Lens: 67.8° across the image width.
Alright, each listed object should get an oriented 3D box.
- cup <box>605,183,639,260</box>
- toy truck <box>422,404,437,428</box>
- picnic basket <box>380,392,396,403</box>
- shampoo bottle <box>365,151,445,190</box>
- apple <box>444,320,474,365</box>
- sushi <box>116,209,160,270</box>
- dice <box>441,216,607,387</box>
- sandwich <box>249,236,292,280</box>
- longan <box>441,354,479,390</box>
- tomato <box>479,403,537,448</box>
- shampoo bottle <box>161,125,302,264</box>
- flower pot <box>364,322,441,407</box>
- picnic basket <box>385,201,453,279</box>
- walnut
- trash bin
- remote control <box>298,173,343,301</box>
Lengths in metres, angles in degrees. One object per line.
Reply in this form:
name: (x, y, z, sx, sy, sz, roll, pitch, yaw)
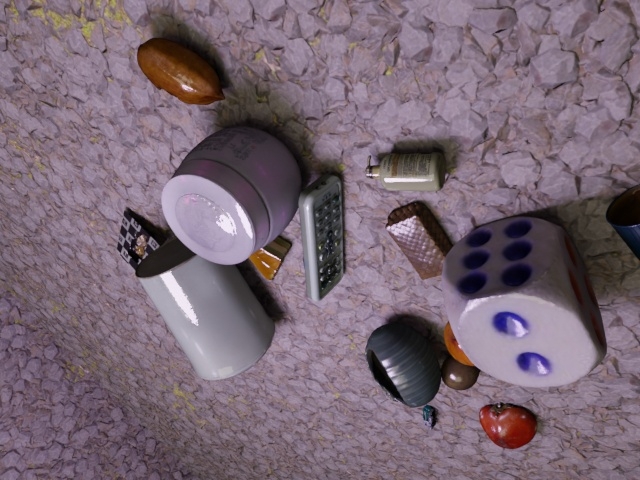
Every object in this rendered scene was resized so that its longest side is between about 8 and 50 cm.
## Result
cup: (0.608, -0.024, 0.826, 0.138, 0.113, 0.150, 45, 136, -16)
toy truck: (0.351, 0.570, 1.539, 0.044, 0.039, 0.083, 21, 136, 34)
picnic basket: (0.223, 0.478, 1.513, 0.083, 0.065, 0.083, 42, 114, -16)
shampoo bottle: (0.171, -0.141, 0.981, 0.162, 0.079, 0.079, 3, 129, 26)
apple: (0.371, 0.233, 1.162, 0.147, 0.146, 0.146, 15, 133, 16)
sushi: (-0.568, 0.024, 1.543, 0.192, 0.050, 0.215, 43, 133, 12)
dice: (0.405, 0.117, 0.959, 0.243, 0.259, 0.251, -21, 115, 37)
sandwich: (-0.176, 0.026, 1.313, 0.163, 0.079, 0.113, 30, 134, 0)
longan: (0.387, 0.354, 1.294, 0.119, 0.106, 0.106, -6, 136, -17)
tomato: (0.540, 0.547, 1.379, 0.159, 0.091, 0.139, -15, 121, 34)
shampoo bottle: (-0.191, -0.104, 1.076, 0.273, 0.266, 0.272, 16, 134, 17)
flower pot: (0.226, 0.337, 1.296, 0.243, 0.157, 0.189, 62, 156, -11)
picnic basket: (0.233, 0.007, 1.097, 0.110, 0.054, 0.193, -22, 114, 39)
walnut: (-0.298, -0.360, 1.029, 0.207, 0.115, 0.115, 27, 136, -6)
trash bin: (-0.325, 0.204, 1.418, 0.281, 0.280, 0.431, -7, 121, 33)
remote control: (0.000, 0.000, 1.164, 0.066, 0.128, 0.335, 23, 136, 28)
